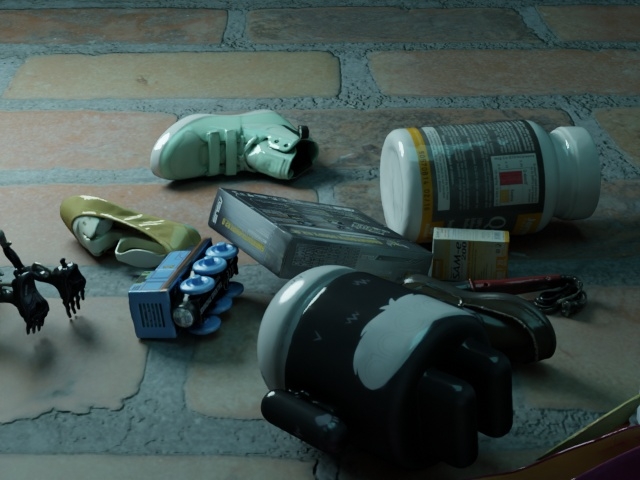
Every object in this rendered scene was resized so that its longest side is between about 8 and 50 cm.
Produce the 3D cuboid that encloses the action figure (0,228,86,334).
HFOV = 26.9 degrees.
[{"bbox_3d":[-0.433,0.027,1.636,0.276,0.141,0.164,27,35,17],"label":"action figure"}]

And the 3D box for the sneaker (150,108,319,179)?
[{"bbox_3d":[-0.124,-0.135,2.045,0.256,0.094,0.151,-19,33,-34],"label":"sneaker"}]

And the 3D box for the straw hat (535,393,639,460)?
[{"bbox_3d":[0.283,0.207,1.324,0.144,0.144,0.061,-22,74,-40],"label":"straw hat"}]

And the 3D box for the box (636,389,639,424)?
[{"bbox_3d":[0.399,0.120,1.283,0.127,0.262,0.231,0,25,0],"label":"box"}]

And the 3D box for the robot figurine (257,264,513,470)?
[{"bbox_3d":[0.063,0.131,1.372,0.278,0.173,0.209,21,1,38],"label":"robot figurine"}]

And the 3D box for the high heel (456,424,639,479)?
[{"bbox_3d":[0.131,0.212,1.171,0.377,0.181,0.127,3,24,6],"label":"high heel"}]

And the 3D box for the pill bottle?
[{"bbox_3d":[0.232,-0.084,1.850,0.278,0.162,0.162,-4,25,-10],"label":"pill bottle"}]

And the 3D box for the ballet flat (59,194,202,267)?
[{"bbox_3d":[-0.268,-0.007,1.787,0.232,0.080,0.073,11,42,26],"label":"ballet flat"}]

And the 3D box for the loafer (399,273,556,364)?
[{"bbox_3d":[0.168,0.104,1.554,0.220,0.080,0.078,13,36,37],"label":"loafer"}]

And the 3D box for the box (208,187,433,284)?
[{"bbox_3d":[0.000,0.000,1.708,0.231,0.056,0.183,7,17,-38],"label":"box"}]

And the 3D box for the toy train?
[{"bbox_3d":[-0.162,0.056,1.644,0.105,0.080,0.184,0,24,15],"label":"toy train"}]

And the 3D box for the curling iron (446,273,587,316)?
[{"bbox_3d":[0.199,0.067,1.669,0.274,0.035,0.068,-1,24,-3],"label":"curling iron"}]

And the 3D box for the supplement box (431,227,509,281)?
[{"bbox_3d":[0.194,0.020,1.743,0.098,0.062,0.036,2,26,6],"label":"supplement box"}]
